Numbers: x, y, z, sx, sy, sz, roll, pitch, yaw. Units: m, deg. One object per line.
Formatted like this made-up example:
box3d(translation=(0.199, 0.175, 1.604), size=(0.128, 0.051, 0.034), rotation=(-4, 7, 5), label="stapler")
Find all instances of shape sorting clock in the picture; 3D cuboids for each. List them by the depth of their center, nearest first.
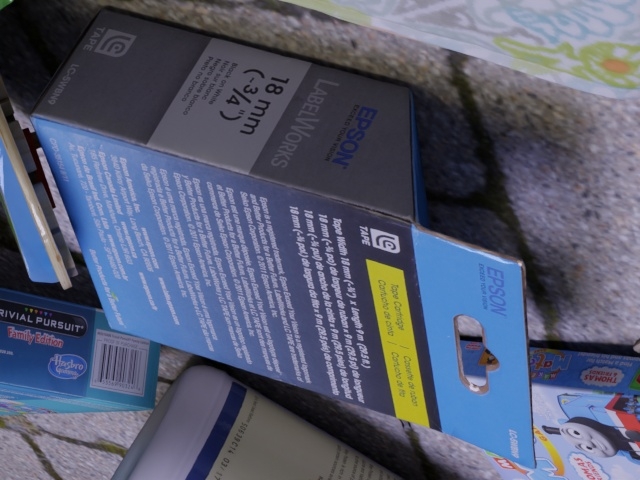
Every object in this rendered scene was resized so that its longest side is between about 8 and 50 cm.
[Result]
box3d(translation=(-0.206, -0.064, 1.233), size=(0.206, 0.040, 0.206), rotation=(161, 90, -79), label="shape sorting clock")

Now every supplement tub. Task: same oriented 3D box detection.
box3d(translation=(-0.027, 0.277, 1.522), size=(0.325, 0.235, 0.235), rotation=(31, 150, -5), label="supplement tub")

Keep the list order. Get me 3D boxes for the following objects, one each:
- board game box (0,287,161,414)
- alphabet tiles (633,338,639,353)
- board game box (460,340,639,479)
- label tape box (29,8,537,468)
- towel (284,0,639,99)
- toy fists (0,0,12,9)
box3d(translation=(-0.339, 0.092, 1.551), size=(0.253, 0.079, 0.336), rotation=(16, 164, -42), label="board game box")
box3d(translation=(0.344, 0.096, 1.162), size=(0.237, 0.009, 0.198), rotation=(32, 150, -6), label="alphabet tiles")
box3d(translation=(0.198, 0.137, 1.311), size=(0.211, 0.039, 0.160), rotation=(4, 144, 41), label="board game box")
box3d(translation=(0.000, 0.000, 1.198), size=(0.333, 0.106, 0.241), rotation=(17, 148, 20), label="label tape box")
box3d(translation=(0.012, -0.217, 0.828), size=(0.320, 0.090, 0.374), rotation=(17, 157, 20), label="towel")
box3d(translation=(-0.294, -0.192, 1.162), size=(0.142, 0.096, 0.279), rotation=(35, 149, -31), label="toy fists")
